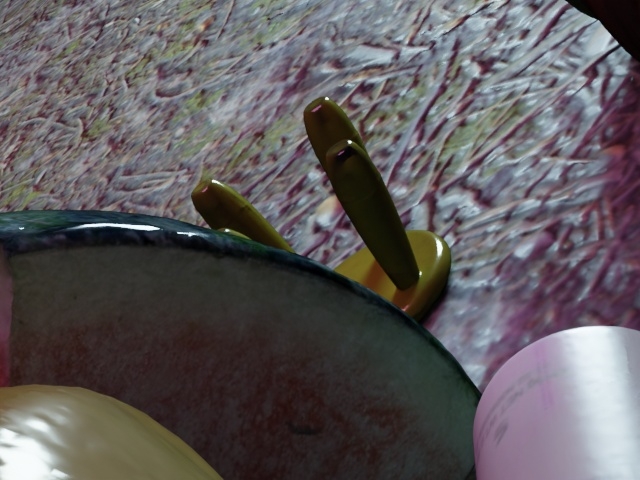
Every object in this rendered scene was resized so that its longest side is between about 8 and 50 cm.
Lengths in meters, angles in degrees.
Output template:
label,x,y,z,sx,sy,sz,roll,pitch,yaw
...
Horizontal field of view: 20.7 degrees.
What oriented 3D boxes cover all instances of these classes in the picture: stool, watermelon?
label,x,y,z,sx,sy,sz,roll,pitch,yaw
stool,0.000,0.000,0.983,0.135,0.110,0.134,-12,33,46
watermelon,-0.120,0.109,0.762,0.283,0.250,0.292,-19,27,40

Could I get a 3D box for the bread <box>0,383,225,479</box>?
label,x,y,z,sx,sy,sz,roll,pitch,yaw
bread,-0.151,0.240,0.481,0.376,0.253,0.348,-38,48,10

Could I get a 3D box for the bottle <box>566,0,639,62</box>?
label,x,y,z,sx,sy,sz,roll,pitch,yaw
bottle,0.200,-0.166,0.941,0.143,0.156,0.271,-41,17,9

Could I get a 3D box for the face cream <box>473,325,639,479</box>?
label,x,y,z,sx,sy,sz,roll,pitch,yaw
face cream,0.105,0.150,0.538,0.102,0.102,0.345,-31,23,16
